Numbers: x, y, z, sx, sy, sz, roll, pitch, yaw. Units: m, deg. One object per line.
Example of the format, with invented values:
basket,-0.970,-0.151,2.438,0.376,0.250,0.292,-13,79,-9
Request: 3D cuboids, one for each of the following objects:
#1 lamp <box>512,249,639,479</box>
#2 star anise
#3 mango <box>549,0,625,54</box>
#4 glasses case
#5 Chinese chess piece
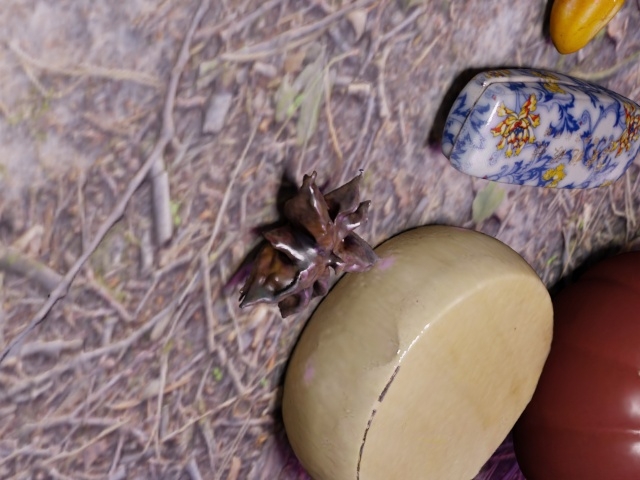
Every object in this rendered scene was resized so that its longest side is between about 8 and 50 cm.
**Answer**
lamp,0.320,0.157,1.561,0.303,0.257,0.303,-1,92,-27
star anise,0.005,0.005,1.217,0.129,0.056,0.124,12,110,-55
mango,0.207,-0.183,1.306,0.060,0.046,0.089,-10,132,-48
glasses case,0.185,-0.088,1.348,0.248,0.065,0.087,0,118,-50
Chinese chess piece,0.079,0.105,1.370,0.251,0.097,0.251,-32,141,-30
